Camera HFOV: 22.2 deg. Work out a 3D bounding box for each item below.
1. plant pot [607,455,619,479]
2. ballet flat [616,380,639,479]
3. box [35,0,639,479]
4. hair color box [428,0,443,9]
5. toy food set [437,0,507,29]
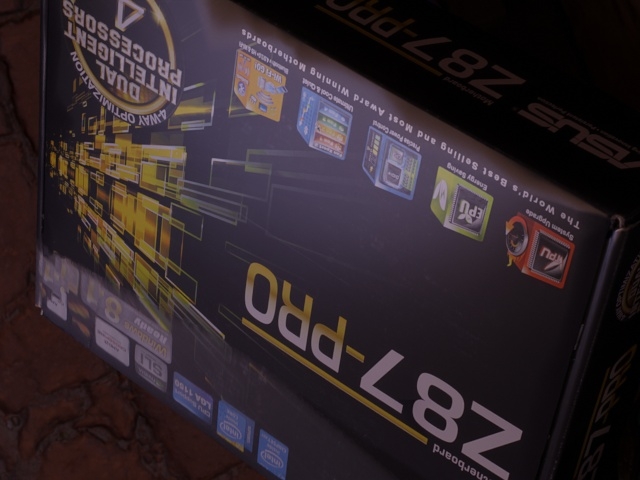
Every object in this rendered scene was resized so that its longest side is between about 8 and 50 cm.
[{"bbox_3d":[0.122,0.147,1.174,0.234,0.165,0.166,-150,40,-77],"label":"plant pot"},{"bbox_3d":[0.201,0.085,0.941,0.206,0.073,0.067,96,165,-58],"label":"ballet flat"},{"bbox_3d":[0.000,0.000,0.937,0.395,0.097,0.318,33,136,26],"label":"box"},{"bbox_3d":[0.022,-0.092,1.134,0.185,0.110,0.339,56,175,-2],"label":"hair color box"},{"bbox_3d":[0.051,-0.285,0.958,0.220,0.092,0.306,51,164,23],"label":"toy food set"}]
